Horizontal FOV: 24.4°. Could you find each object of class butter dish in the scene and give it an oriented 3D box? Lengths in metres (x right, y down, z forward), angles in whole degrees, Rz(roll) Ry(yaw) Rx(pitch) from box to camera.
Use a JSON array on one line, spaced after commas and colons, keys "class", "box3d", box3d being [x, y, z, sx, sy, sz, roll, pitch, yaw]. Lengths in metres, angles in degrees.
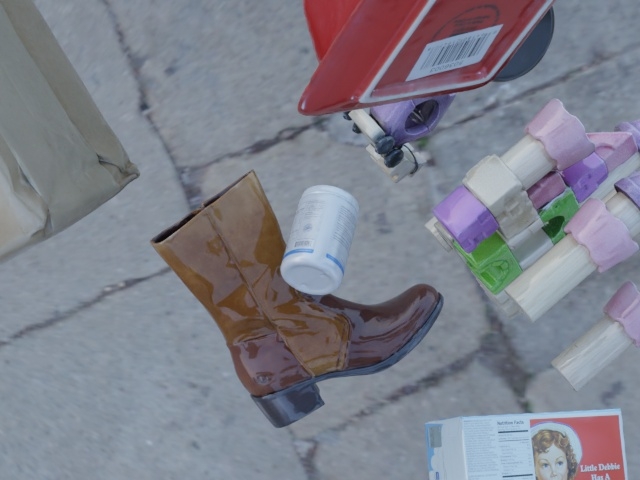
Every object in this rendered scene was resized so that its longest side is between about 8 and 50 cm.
[{"class": "butter dish", "box3d": [0.055, -0.159, 0.837, 0.160, 0.160, 0.118, -14, 63, -37]}]

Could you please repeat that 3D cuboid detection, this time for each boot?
[{"class": "boot", "box3d": [-0.021, 0.040, 1.741, 0.264, 0.096, 0.280, -30, 103, 1]}]

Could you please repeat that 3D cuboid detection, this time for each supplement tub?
[{"class": "supplement tub", "box3d": [0.000, 0.000, 1.646, 0.071, 0.071, 0.107, 26, 55, -14]}]

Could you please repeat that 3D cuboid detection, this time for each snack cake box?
[{"class": "snack cake box", "box3d": [0.272, 0.301, 1.922, 0.264, 0.089, 0.152, 2, 77, -30]}]

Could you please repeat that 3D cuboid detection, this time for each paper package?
[{"class": "paper package", "box3d": [-0.362, -0.094, 1.111, 0.325, 0.168, 0.309, -26, 99, 26]}]

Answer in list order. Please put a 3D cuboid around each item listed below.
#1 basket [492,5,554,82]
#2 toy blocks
[{"class": "basket", "box3d": [0.169, -0.276, 1.768, 0.204, 0.227, 0.154, -6, 111, -23]}, {"class": "toy blocks", "box3d": [0.245, -0.063, 1.504, 0.260, 0.288, 0.309, -41, 60, 1]}]
